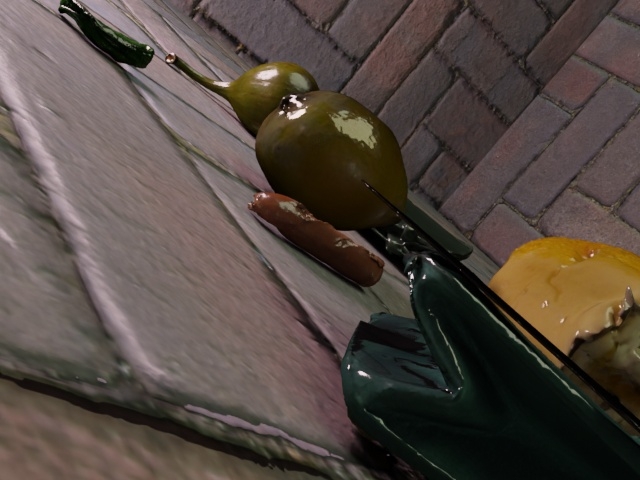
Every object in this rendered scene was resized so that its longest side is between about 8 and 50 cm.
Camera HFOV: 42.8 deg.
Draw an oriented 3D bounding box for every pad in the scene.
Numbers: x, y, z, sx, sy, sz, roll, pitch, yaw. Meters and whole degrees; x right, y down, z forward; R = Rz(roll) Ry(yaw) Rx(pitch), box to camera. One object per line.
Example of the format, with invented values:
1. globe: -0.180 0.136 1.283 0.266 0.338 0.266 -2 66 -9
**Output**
1. pad: 0.135 0.057 0.515 0.181 0.004 0.267 34 9 -45

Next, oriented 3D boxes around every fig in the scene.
1. fig: -0.117 -0.219 1.206 0.236 0.124 0.124 17 10 0

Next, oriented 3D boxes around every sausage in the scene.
1. sausage: 0.000 0.000 0.754 0.158 0.042 0.036 32 50 -32

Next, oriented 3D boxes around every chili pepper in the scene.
1. chili pepper: -0.236 -0.222 0.878 0.118 0.035 0.055 30 -3 -5

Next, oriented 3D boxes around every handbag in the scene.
1. handbag: 0.132 0.125 0.510 0.274 0.100 0.269 42 5 4
2. handbag: 0.104 -0.035 1.215 0.247 0.079 0.260 42 10 14

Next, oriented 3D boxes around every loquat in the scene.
1. loquat: 0.019 -0.082 0.897 0.195 0.152 0.152 45 6 -23

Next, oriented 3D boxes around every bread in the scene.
1. bread: 0.463 0.136 1.302 0.361 0.250 0.394 37 8 -24
